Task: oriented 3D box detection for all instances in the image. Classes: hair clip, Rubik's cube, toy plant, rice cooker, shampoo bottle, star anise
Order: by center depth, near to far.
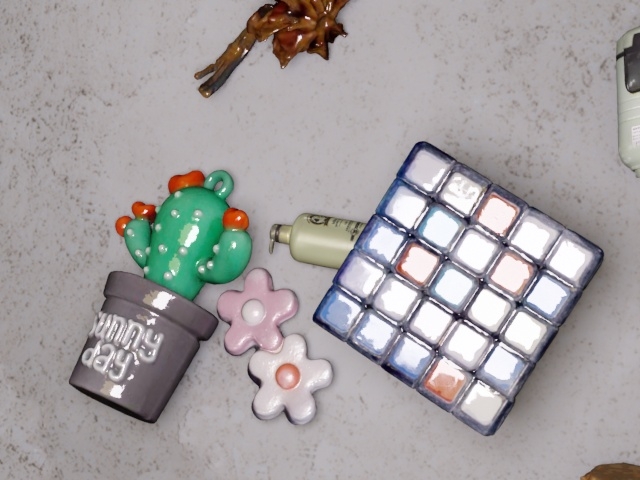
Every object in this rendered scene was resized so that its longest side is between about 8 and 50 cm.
[{"bbox_3d":[0.514,-0.206,1.442,0.226,0.226,0.244,0,91,13],"label":"rice cooker"},{"bbox_3d":[0.199,0.065,1.460,0.293,0.292,0.287,33,95,14],"label":"Rubik's cube"},{"bbox_3d":[-0.070,-0.351,1.600,0.346,0.237,0.148,-50,46,16],"label":"star anise"},{"bbox_3d":[-0.229,0.072,1.607,0.185,0.279,0.400,31,73,-23],"label":"toy plant"},{"bbox_3d":[0.000,0.000,1.614,0.162,0.079,0.079,11,90,13],"label":"shampoo bottle"},{"bbox_3d":[-0.073,0.168,1.632,0.146,0.075,0.257,-31,77,14],"label":"hair clip"}]

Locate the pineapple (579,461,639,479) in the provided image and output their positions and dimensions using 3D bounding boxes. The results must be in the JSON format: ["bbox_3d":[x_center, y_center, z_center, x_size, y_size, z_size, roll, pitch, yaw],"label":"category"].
[{"bbox_3d":[0.423,0.496,1.472,0.169,0.169,0.341,8,96,13],"label":"pineapple"}]
